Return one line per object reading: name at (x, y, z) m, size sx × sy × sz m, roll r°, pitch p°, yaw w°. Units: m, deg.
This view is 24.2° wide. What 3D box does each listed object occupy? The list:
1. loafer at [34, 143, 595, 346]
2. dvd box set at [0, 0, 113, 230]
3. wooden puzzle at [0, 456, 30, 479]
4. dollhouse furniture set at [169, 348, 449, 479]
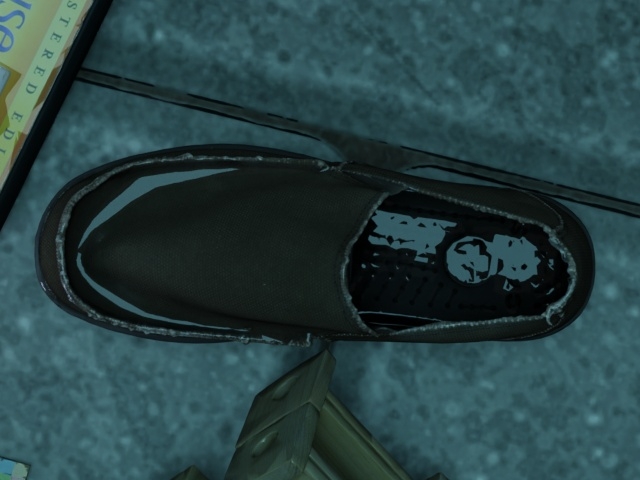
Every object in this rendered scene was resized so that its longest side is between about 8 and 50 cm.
loafer at (0.000, 0.000, 0.941) m, size 0.366 × 0.130 × 0.134 m, roll 0°, pitch 88°, yaw -2°
dvd box set at (-0.338, -0.225, 0.972) m, size 0.420 × 0.062 × 0.308 m, roll 25°, pitch 88°, yaw 0°
wooden puzzle at (-0.224, 0.166, 0.992) m, size 0.083 × 0.006 × 0.049 m, roll 17°, pitch 88°, yaw -1°
dollhouse furniture set at (-0.033, 0.186, 0.946) m, size 0.183 × 0.129 × 0.129 m, roll -35°, pitch 106°, yaw 25°
